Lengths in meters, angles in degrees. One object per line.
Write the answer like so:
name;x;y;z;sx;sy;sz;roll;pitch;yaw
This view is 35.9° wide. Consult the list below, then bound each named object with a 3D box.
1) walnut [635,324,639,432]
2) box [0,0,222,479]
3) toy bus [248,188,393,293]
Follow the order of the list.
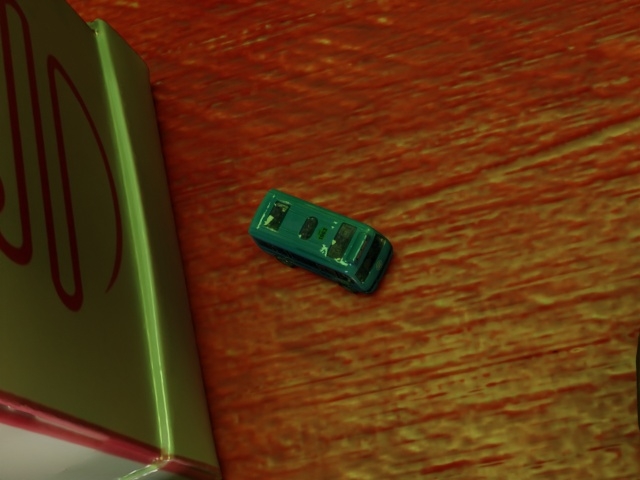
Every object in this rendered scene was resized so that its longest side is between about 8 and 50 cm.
walnut;0.277;0.050;0.376;0.333;0.333;0.332;-6;67;15
box;-0.271;0.010;0.548;0.315;0.300;0.312;-18;65;10
toy bus;0.000;0.000;0.610;0.083;0.046;0.038;22;77;25
